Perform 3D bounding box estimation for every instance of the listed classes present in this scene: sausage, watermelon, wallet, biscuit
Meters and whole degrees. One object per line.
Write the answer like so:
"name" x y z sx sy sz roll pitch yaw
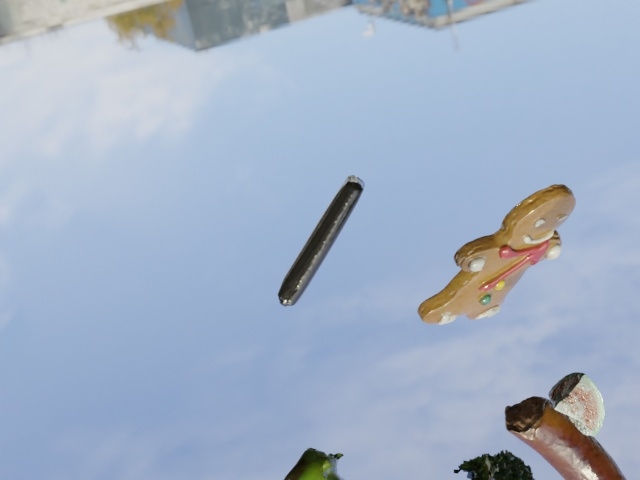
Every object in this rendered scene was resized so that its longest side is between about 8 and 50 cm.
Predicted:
"sausage" 0.380 0.339 1.601 0.103 0.302 0.076 -44 -173 -34
"watermelon" 0.315 0.208 1.392 0.061 0.085 0.085 -13 -161 -29
"wallet" 0.000 0.000 1.919 0.044 0.250 0.149 30 -169 -1
"biscuit" 0.294 0.035 1.785 0.216 0.340 0.047 -6 -124 -40

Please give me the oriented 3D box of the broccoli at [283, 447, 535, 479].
"broccoli" 0.090 0.311 0.997 0.297 0.297 0.297 31 -143 13
